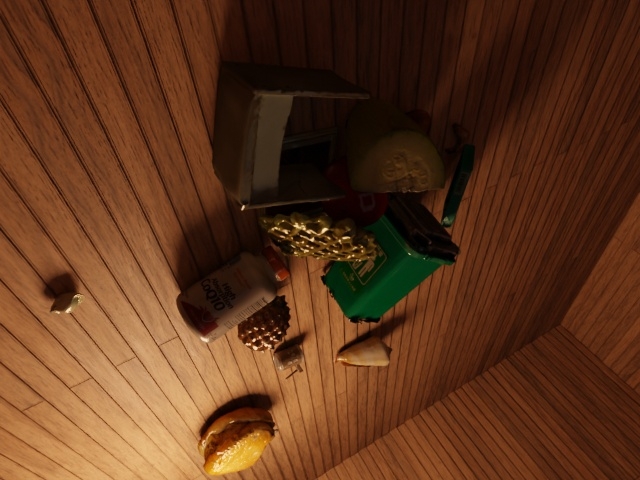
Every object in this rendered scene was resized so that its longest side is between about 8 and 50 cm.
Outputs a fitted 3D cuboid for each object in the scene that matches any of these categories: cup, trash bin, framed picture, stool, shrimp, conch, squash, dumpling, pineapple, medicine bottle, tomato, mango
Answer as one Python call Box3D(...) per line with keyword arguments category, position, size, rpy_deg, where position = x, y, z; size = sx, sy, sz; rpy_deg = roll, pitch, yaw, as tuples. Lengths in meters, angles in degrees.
Box3D(category="cup", position=(-0.117, 0.445, 1.663), size=(0.099, 0.074, 0.102), rpy_deg=(-18, 117, -21))
Box3D(category="trash bin", position=(0.214, 0.063, 1.427), size=(0.295, 0.259, 0.381), rpy_deg=(12, 127, -45))
Box3D(category="framed picture", position=(-0.056, -0.155, 1.166), size=(0.216, 0.016, 0.274), rpy_deg=(-18, 138, -24))
Box3D(category="stool", position=(-0.071, -0.221, 0.946), size=(0.269, 0.170, 0.244), rpy_deg=(-9, 129, -31))
Box3D(category="shrimp", position=(0.413, -0.312, 1.373), size=(0.091, 0.025, 0.127), rpy_deg=(-45, 144, 10))
Box3D(category="conch", position=(0.187, 0.472, 1.929), size=(0.254, 0.127, 0.158), rpy_deg=(6, 158, -16))
Box3D(category="squash", position=(0.172, -0.232, 1.095), size=(0.236, 0.155, 0.204), rpy_deg=(-3, 113, -14))
Box3D(category="dumpling", position=(-0.576, 0.145, 1.033), size=(0.077, 0.043, 0.059), rpy_deg=(-54, 159, -5))
Box3D(category="pineapple", position=(-0.159, 0.237, 1.368), size=(0.166, 0.166, 0.193), rpy_deg=(14, 119, -46))
Box3D(category="medicine bottle", position=(-0.224, 0.132, 1.205), size=(0.288, 0.157, 0.157), rpy_deg=(-35, 142, -5))
Box3D(category="tomato", position=(0.081, -0.118, 1.151), size=(0.195, 0.195, 0.136), rpy_deg=(79, 32, -49))
Box3D(category="mango", position=(0.193, -0.233, 1.206), size=(0.133, 0.111, 0.268), rpy_deg=(-8, 134, -56))

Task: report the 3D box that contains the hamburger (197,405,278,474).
Box3D(category="hamburger", position=(-0.319, 0.779, 1.767), size=(0.290, 0.170, 0.314), rpy_deg=(-49, 142, 17))

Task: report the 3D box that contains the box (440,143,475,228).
Box3D(category="box", position=(0.440, -0.172, 1.447), size=(0.161, 0.042, 0.227), rpy_deg=(-63, 165, -46))

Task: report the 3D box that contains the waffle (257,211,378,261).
Box3D(category="waffle", position=(0.000, 0.000, 1.172), size=(0.296, 0.073, 0.317), rpy_deg=(2, 165, 20))
